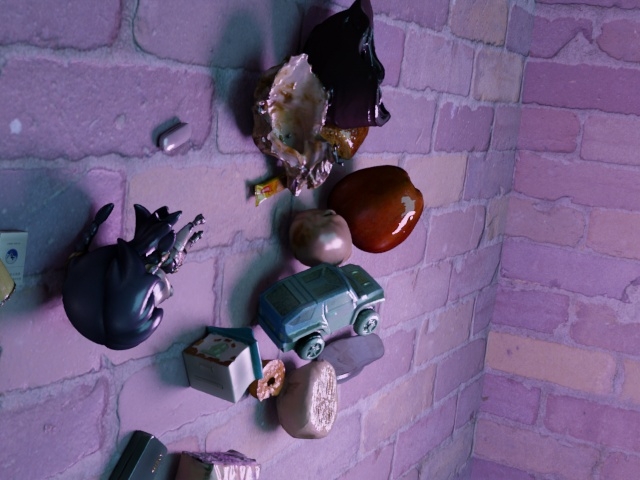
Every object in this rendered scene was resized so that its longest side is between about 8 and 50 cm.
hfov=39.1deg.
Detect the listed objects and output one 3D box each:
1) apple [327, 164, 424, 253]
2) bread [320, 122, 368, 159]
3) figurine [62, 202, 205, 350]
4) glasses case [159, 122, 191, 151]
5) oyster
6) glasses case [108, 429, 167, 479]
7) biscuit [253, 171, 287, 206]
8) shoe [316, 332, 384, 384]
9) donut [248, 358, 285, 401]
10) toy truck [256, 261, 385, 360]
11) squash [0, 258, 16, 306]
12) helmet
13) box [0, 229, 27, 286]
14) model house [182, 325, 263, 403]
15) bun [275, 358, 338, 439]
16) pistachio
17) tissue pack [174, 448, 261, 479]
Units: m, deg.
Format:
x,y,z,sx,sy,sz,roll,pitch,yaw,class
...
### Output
x,y,z,sx,sy,sz,roll,pitch,yaw,class
0.138,-0.079,2.197,0.234,0.234,0.234,-32,127,-55,apple
0.068,-0.287,2.118,0.172,0.103,0.132,-62,145,-24,bread
-0.303,0.050,1.454,0.265,0.197,0.175,-77,160,-51,figurine
-0.261,-0.187,1.623,0.083,0.021,0.032,-44,139,-47,glasses case
-0.047,-0.231,1.868,0.198,0.133,0.337,-43,137,-15,oyster
-0.353,0.449,1.665,0.184,0.039,0.077,-64,149,-27,glasses case
-0.070,-0.139,1.998,0.292,0.026,0.048,-34,122,-54,biscuit
0.066,0.317,2.366,0.251,0.103,0.100,-18,160,-45,shoe
-0.124,0.312,2.044,0.108,0.043,0.097,6,95,-61,donut
0.003,0.147,2.011,0.279,0.155,0.156,-21,135,-24,toy truck
-0.500,0.000,1.191,0.094,0.094,0.224,-56,138,-37,squash
0.046,-0.378,1.966,0.225,0.177,0.305,55,25,-64,helmet
-0.461,0.027,1.323,0.054,0.024,0.083,-2,102,-60,box
-0.182,0.236,1.816,0.149,0.127,0.100,-41,135,-46,model house
-0.038,0.375,2.148,0.178,0.128,0.193,31,61,-61,bun
0.000,0.000,2.072,0.143,0.144,0.215,-71,156,-16,pistachio
-0.230,0.568,1.856,0.215,0.123,0.256,24,78,-60,tissue pack
